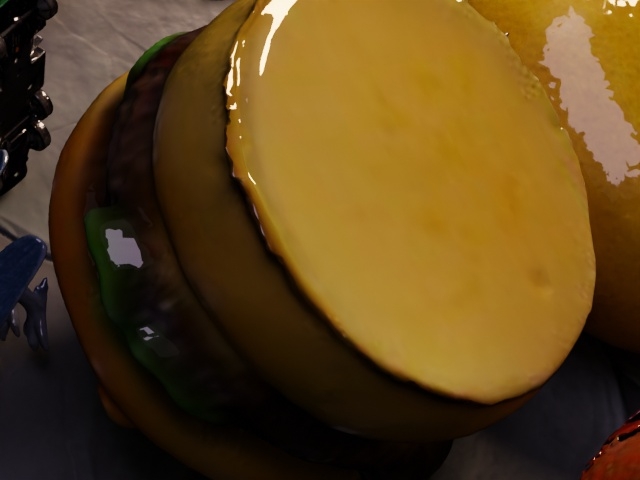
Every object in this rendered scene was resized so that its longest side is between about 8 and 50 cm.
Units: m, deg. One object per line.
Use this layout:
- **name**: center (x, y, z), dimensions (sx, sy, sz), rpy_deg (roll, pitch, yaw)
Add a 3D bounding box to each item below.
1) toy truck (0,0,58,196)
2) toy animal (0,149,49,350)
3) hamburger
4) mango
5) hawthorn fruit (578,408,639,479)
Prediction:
- **toy truck**: center (-0.285, -0.139, 1.426), dimensions (0.121, 0.259, 0.088), rpy_deg (33, 55, 12)
- **toy animal**: center (-0.292, 0.056, 1.354), dimensions (0.176, 0.239, 0.255), rpy_deg (-1, 95, -44)
- **hamburger**: center (0.000, 0.000, 1.338), dimensions (0.395, 0.277, 0.396), rpy_deg (21, 56, -35)
- **mango**: center (0.255, -0.089, 1.521), dimensions (0.300, 0.232, 0.446), rpy_deg (-20, 71, -29)
- **hawthorn fruit**: center (0.289, 0.260, 1.242), dimensions (0.316, 0.316, 0.316), rpy_deg (5, 54, -7)
